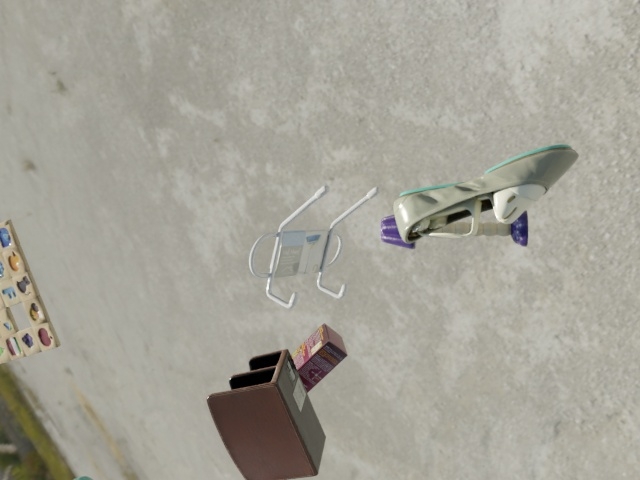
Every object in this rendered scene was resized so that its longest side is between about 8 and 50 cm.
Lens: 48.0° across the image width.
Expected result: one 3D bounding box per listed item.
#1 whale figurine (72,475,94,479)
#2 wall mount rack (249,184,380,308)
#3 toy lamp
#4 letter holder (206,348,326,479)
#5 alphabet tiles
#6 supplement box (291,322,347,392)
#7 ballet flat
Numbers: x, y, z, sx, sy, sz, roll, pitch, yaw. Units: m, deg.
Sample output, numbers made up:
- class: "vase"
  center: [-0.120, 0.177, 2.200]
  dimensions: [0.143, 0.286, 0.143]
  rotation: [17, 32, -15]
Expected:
- class: "whale figurine"
  center: [-0.217, 0.405, 0.898]
  dimensions: [0.141, 0.216, 0.272]
  rotation: [-38, 97, 20]
- class: "wall mount rack"
  center: [0.000, 0.000, 1.719]
  dimensions: [0.130, 0.350, 0.304]
  rotation: [23, 107, 34]
- class: "toy lamp"
  center: [0.253, -0.022, 1.373]
  dimensions: [0.275, 0.080, 0.080]
  rotation: [-2, 123, 12]
- class: "letter holder"
  center: [-0.143, 0.466, 1.877]
  dimensions: [0.215, 0.152, 0.301]
  rotation: [-15, 112, 16]
- class: "alphabet tiles"
  center: [-0.497, 0.068, 1.083]
  dimensions: [0.198, 0.009, 0.237]
  rotation: [-17, 95, 33]
- class: "supplement box"
  center: [-0.020, 0.346, 2.077]
  dimensions: [0.081, 0.188, 0.104]
  rotation: [41, -167, -21]
- class: "ballet flat"
  center: [0.182, -0.042, 0.790]
  dimensions: [0.213, 0.072, 0.068]
  rotation: [-16, 70, 29]
